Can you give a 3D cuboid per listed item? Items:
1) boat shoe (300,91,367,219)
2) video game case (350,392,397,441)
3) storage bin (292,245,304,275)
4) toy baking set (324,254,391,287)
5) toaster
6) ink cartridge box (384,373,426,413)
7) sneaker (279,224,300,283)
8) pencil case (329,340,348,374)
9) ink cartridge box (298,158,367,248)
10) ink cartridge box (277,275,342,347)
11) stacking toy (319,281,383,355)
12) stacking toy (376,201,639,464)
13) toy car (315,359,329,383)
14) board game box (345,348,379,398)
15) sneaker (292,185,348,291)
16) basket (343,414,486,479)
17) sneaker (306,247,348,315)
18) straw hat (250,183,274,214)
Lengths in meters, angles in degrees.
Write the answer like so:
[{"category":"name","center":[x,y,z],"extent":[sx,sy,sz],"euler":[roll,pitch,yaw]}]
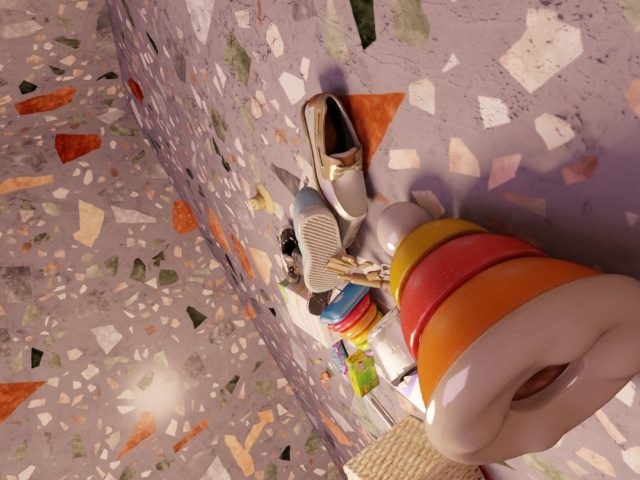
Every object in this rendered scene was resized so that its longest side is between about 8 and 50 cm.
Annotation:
[{"category":"boat shoe","center":[0.040,-0.184,0.921],"extent":[0.303,0.113,0.103],"euler":[66,161,-12]},{"category":"video game case","center":[0.246,0.793,1.724],"extent":[0.300,0.036,0.329],"euler":[46,153,30]},{"category":"storage bin","center":[-0.039,0.084,1.424],"extent":[0.091,0.098,0.135],"euler":[31,145,31]},{"category":"toy baking set","center":[0.129,0.086,1.010],"extent":[0.256,0.030,0.197],"euler":[10,164,10]},{"category":"toaster","center":[0.220,0.247,1.005],"extent":[0.146,0.129,0.227],"euler":[53,133,24]},{"category":"ink cartridge box","center":[0.282,0.342,1.079],"extent":[0.206,0.045,0.209],"euler":[32,113,47]},{"category":"sneaker","center":[-0.110,0.066,1.480],"extent":[0.106,0.078,0.235],"euler":[-116,20,-68]},{"category":"pencil case","center":[0.077,0.476,1.663],"extent":[0.070,0.064,0.152],"euler":[-112,-1,-72]},{"category":"ink cartridge box","center":[0.025,-0.104,1.124],"extent":[0.225,0.056,0.181],"euler":[55,157,18]},{"category":"ink cartridge box","center":[-0.011,0.263,1.526],"extent":[0.353,0.119,0.207],"euler":[17,131,58]},{"category":"stacking toy","center":[0.155,0.282,1.223],"extent":[0.302,0.166,0.175],"euler":[47,158,-6]},{"category":"stacking toy","center":[0.240,0.081,0.699],"extent":[0.480,0.350,0.351],"euler":[-119,15,-51]},{"category":"toy car","center":[0.010,0.665,2.031],"extent":[0.040,0.060,0.122],"euler":[-17,111,34]},{"category":"board game box","center":[0.156,0.487,1.484],"extent":[0.043,0.092,0.182],"euler":[29,142,52]},{"category":"sneaker","center":[0.000,0.000,1.111],"extent":[0.366,0.135,0.150],"euler":[87,172,-50]},{"category":"basket","center":[0.304,0.772,1.242],"extent":[0.267,0.331,0.328],"euler":[67,156,-1]},{"category":"sneaker","center":[0.021,0.099,1.304],"extent":[0.145,0.090,0.270],"euler":[-76,4,-66]},{"category":"straw hat","center":[-0.245,-0.152,1.590],"extent":[0.144,0.061,0.145],"euler":[44,152,31]}]
